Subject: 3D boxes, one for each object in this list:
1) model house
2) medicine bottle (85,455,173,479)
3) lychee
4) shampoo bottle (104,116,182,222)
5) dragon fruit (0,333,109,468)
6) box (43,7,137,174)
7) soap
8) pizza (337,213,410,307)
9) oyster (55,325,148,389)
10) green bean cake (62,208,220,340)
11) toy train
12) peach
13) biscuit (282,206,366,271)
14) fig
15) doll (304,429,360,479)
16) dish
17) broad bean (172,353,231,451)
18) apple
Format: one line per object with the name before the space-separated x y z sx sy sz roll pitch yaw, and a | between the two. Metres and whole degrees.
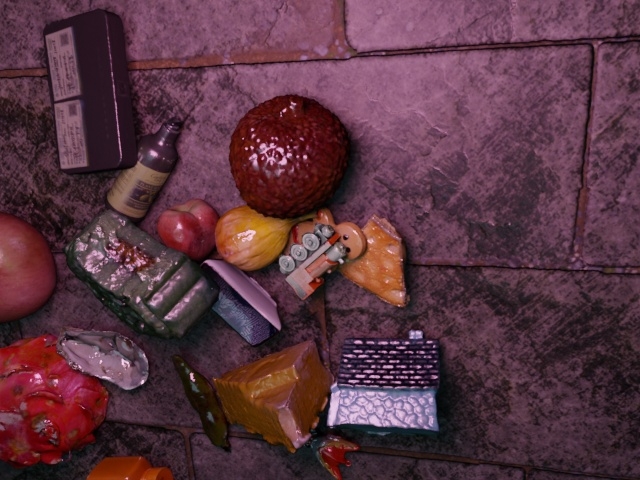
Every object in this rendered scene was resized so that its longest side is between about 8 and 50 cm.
model house | 0.152 0.338 1.350 0.261 0.226 0.241 0 70 11
medicine bottle | -0.557 0.725 1.671 0.222 0.112 0.149 -9 106 17
lychee | -0.066 -0.175 1.186 0.260 0.260 0.260 4 109 13
shampoo bottle | -0.408 -0.174 1.343 0.101 0.101 0.284 38 112 0
dragon fruit | -0.814 0.472 1.593 0.371 0.249 0.386 13 113 5
box | -0.529 -0.331 1.297 0.211 0.058 0.350 -2 96 27
soap | -0.162 0.409 1.366 0.338 0.304 0.169 -25 97 20
pizza | 0.148 0.047 1.287 0.204 0.080 0.188 40 128 10
oyster | -0.602 0.321 1.563 0.252 0.087 0.199 -10 96 9
green bean cake | -0.424 0.082 1.307 0.308 0.169 0.300 51 149 -20
toy train | -0.013 0.042 1.261 0.118 0.074 0.176 48 125 -2
peach | -0.308 -0.018 1.354 0.152 0.152 0.152 4 109 13
biscuit | 0.000 0.000 1.296 0.234 0.030 0.153 5 111 36
fig | -0.118 -0.022 1.291 0.257 0.159 0.159 -17 103 22
doll | 0.009 0.547 1.504 0.169 0.057 0.109 30 96 17
dish | -0.197 0.140 1.390 0.243 0.080 0.182 43 146 -4
broad bean | -0.312 0.448 1.545 0.077 0.061 0.339 -15 104 30
apple | -0.840 0.077 1.462 0.306 0.235 0.306 5 110 14
